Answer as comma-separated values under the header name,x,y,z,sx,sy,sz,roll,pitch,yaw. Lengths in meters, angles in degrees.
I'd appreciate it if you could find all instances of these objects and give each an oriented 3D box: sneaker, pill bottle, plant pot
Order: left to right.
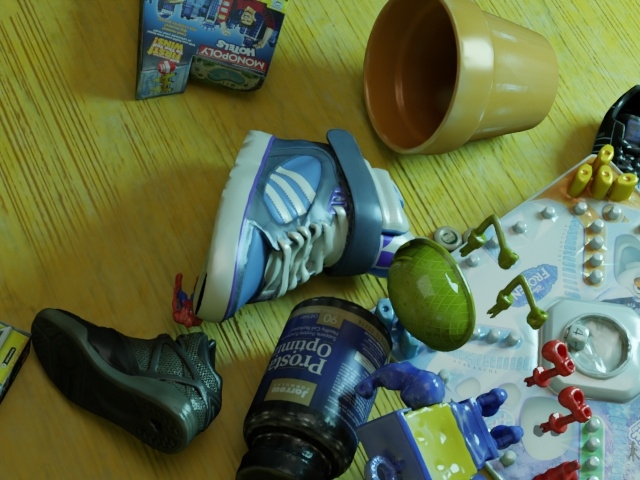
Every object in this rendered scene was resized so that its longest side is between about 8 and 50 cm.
name,x,y,z,sx,sy,sz,roll,pitch,yaw
sneaker,-0.198,0.132,1.655,0.228,0.087,0.130,27,33,22
pill bottle,-0.009,0.177,1.642,0.123,0.123,0.219,22,53,1
sneaker,0.000,0.000,1.735,0.236,0.130,0.322,17,35,-2
plant pot,0.186,-0.206,1.928,0.188,0.205,0.205,1,54,-32
sneaker,0.377,-0.097,1.952,0.081,0.090,0.232,17,53,-2

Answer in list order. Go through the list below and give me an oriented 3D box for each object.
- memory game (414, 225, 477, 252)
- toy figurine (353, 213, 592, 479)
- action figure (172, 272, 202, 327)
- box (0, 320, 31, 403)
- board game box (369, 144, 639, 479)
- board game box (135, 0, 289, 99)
name,x,y,z,sx,sy,sz,roll,pitch,yaw
memory game,0.174,0.059,1.840,0.186,0.012,0.186,7,54,-10
toy figurine,0.124,0.176,1.556,0.217,0.191,0.362,-19,85,-40
action figure,-0.146,0.067,1.709,0.038,0.030,0.115,12,24,-11
box,-0.421,0.164,1.595,0.159,0.044,0.233,23,53,2
board game box,0.317,0.119,1.770,0.390,0.050,0.390,-34,69,-21
board game box,-0.155,-0.248,1.941,0.194,0.060,0.194,17,55,-3
